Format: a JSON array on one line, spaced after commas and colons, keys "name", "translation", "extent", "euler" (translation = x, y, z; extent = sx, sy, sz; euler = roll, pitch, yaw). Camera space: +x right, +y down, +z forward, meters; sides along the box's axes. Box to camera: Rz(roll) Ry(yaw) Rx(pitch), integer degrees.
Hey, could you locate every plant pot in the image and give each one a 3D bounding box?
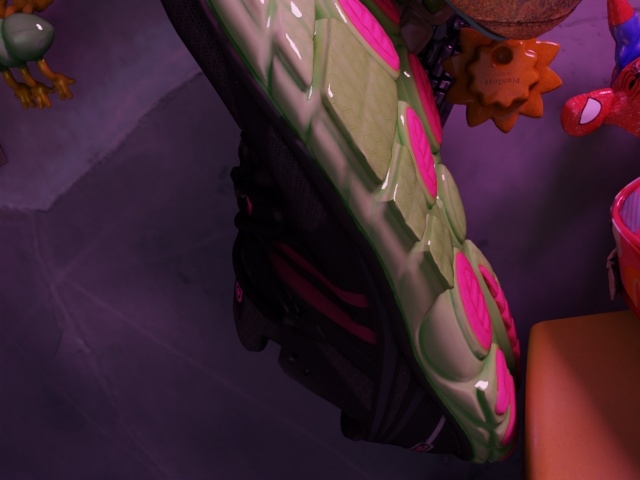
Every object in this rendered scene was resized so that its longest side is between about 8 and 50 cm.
[{"name": "plant pot", "translation": [0.249, 0.165, 0.516], "extent": [0.212, 0.187, 0.212], "euler": [-10, 146, 9]}]

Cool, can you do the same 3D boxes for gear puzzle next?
[{"name": "gear puzzle", "translation": [0.027, -0.192, 0.476], "extent": [0.339, 0.044, 0.175], "euler": [40, 107, -5]}]

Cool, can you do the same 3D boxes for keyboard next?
[{"name": "keyboard", "translation": [0.051, -0.114, 0.538], "extent": [0.108, 0.023, 0.180], "euler": [22, 111, -3]}]

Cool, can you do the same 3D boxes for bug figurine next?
[{"name": "bug figurine", "translation": [-0.312, -0.183, 0.495], "extent": [0.216, 0.072, 0.279], "euler": [-16, 97, 7]}]

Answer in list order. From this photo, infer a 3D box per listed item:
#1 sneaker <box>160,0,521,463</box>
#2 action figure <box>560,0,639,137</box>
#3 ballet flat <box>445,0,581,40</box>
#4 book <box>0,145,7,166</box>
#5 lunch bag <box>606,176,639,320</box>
[{"name": "sneaker", "translation": [0.000, 0.000, 0.480], "extent": [0.202, 0.185, 0.482], "euler": [-13, 120, 23]}, {"name": "action figure", "translation": [0.289, -0.159, 0.445], "extent": [0.280, 0.091, 0.139], "euler": [-25, 135, 15]}, {"name": "ballet flat", "translation": [0.026, -0.253, 0.379], "extent": [0.348, 0.123, 0.123], "euler": [36, 111, -7]}, {"name": "book", "translation": [-0.360, -0.088, 0.586], "extent": [0.144, 0.035, 0.096], "euler": [-14, 112, 12]}, {"name": "lunch bag", "translation": [0.346, -0.015, 0.429], "extent": [0.293, 0.258, 0.120], "euler": [-27, 132, 1]}]
